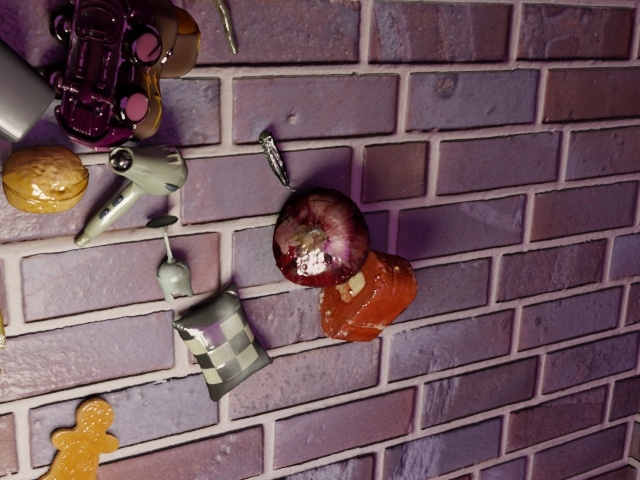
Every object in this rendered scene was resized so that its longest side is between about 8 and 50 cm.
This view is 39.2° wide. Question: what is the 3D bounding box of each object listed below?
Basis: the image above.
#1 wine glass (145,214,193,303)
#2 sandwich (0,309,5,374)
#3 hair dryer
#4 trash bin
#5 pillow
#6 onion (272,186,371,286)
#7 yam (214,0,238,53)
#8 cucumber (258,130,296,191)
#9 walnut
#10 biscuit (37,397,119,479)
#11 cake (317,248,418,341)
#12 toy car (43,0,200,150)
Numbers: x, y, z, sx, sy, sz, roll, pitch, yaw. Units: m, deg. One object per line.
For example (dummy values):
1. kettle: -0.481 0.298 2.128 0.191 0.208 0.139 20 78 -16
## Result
1. wine glass: -0.343 0.046 2.058 0.079 0.079 0.196 -21 115 -26
2. sandwich: -0.722 0.199 1.837 0.122 0.128 0.236 -1 107 -41
3. hair dryer: -0.407 -0.111 1.864 0.298 0.296 0.119 -40 81 -13
4. trash bin: -0.655 -0.324 1.662 0.182 0.209 0.290 -54 131 -8
5. pillow: -0.235 0.246 2.176 0.186 0.106 0.250 -32 116 -21
6. onion: 0.000 0.000 2.205 0.252 0.219 0.252 0 85 1
7. yam: -0.221 -0.523 1.985 0.027 0.029 0.234 -17 119 2
8. cucumber: -0.103 -0.187 2.164 0.039 0.043 0.163 -70 145 -51
9. walnut: -0.560 -0.122 1.831 0.180 0.144 0.144 -13 112 -33
10. biscuit: -0.553 0.478 2.091 0.165 0.036 0.250 14 101 -36
11. cake: 0.110 0.135 2.287 0.150 0.177 0.283 8 136 -35
12. toy car: -0.386 -0.352 1.818 0.240 0.271 0.341 -3 111 -53
